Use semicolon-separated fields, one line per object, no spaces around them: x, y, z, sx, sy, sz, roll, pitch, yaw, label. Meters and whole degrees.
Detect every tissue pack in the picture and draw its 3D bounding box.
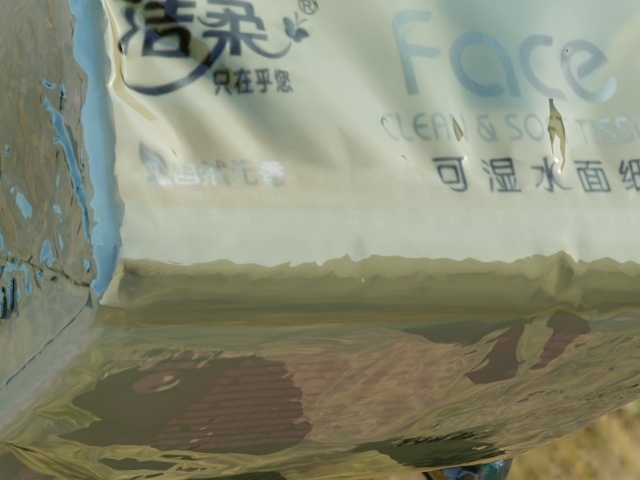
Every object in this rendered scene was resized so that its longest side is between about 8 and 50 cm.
0.000;0.000;0.937;0.404;0.205;0.332;-2;-20;-32;tissue pack

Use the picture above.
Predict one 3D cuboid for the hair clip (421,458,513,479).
0.173;0.061;1.441;0.095;0.110;0.359;15;61;44;hair clip
